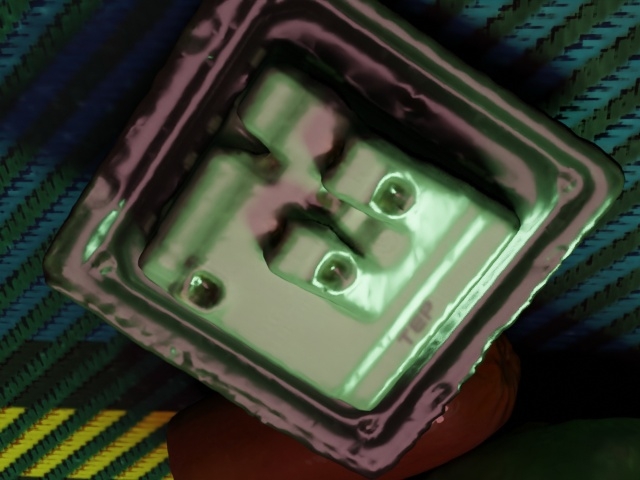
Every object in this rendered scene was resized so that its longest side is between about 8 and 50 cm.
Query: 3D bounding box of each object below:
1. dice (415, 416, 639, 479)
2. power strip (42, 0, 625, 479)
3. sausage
[{"bbox_3d":[0.197,0.332,0.785,0.322,0.318,0.330,16,138,-25],"label":"dice"},{"bbox_3d":[0.001,0.001,0.625,0.251,0.092,0.257,30,111,-15],"label":"power strip"},{"bbox_3d":[0.017,0.123,0.782,0.259,0.113,0.113,-27,125,26],"label":"sausage"}]
